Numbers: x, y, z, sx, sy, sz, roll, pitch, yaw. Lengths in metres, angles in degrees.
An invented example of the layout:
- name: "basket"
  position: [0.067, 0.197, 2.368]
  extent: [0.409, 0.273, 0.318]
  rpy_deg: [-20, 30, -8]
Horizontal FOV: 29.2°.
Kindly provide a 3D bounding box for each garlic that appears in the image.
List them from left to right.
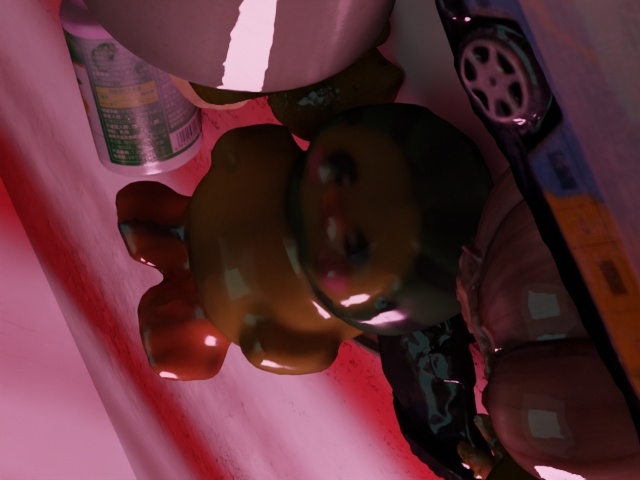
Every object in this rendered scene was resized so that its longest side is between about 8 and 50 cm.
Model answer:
- name: "garlic"
  position: [0.172, 0.034, 0.755]
  extent: [0.214, 0.191, 0.160]
  rpy_deg: [-79, -30, -64]

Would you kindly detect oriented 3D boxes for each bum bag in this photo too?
- name: "bum bag"
  position: [0.100, 0.101, 1.142]
  extent: [0.137, 0.074, 0.310]
  rpy_deg: [-15, 88, 64]

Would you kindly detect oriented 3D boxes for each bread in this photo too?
- name: "bread"
  position: [-0.023, -0.131, 1.046]
  extent: [0.065, 0.187, 0.149]
  rpy_deg: [-86, -17, -46]

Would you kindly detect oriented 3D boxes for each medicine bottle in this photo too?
- name: "medicine bottle"
  position: [-0.220, -0.216, 1.408]
  extent: [0.133, 0.133, 0.274]
  rpy_deg: [40, 147, 43]

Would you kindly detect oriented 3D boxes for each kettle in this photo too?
- name: "kettle"
  position: [-0.031, -0.348, 0.791]
  extent: [0.377, 0.250, 0.361]
  rpy_deg: [113, 154, -59]

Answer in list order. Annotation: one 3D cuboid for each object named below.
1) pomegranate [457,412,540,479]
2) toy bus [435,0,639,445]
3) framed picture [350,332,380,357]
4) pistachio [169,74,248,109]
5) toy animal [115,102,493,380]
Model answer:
- name: "pomegranate"
  position: [0.195, 0.211, 0.917]
  extent: [0.231, 0.231, 0.286]
  rpy_deg: [91, 164, -49]
- name: "toy bus"
  position: [0.219, -0.015, 0.604]
  extent: [0.162, 0.171, 0.386]
  rpy_deg: [-6, 113, 62]
- name: "framed picture"
  position: [-0.006, 0.018, 1.351]
  extent: [0.260, 0.023, 0.189]
  rpy_deg: [27, 138, 55]
- name: "pistachio"
  position: [-0.106, -0.224, 1.177]
  extent: [0.145, 0.117, 0.200]
  rpy_deg: [-1, 108, 64]
- name: "toy animal"
  position: [0.003, 0.000, 1.032]
  extent: [0.338, 0.191, 0.216]
  rpy_deg: [-18, 78, 34]
